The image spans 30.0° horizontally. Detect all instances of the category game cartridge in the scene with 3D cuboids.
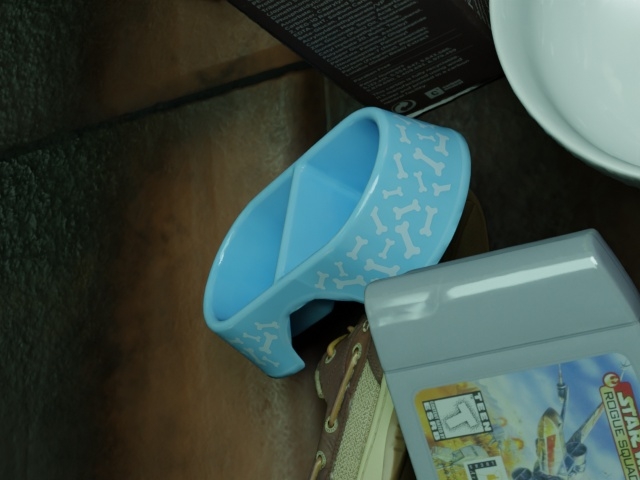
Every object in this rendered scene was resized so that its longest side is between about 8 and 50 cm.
[{"bbox_3d":[0.164,0.149,0.852,0.198,0.062,0.297,-14,100,27],"label":"game cartridge"}]

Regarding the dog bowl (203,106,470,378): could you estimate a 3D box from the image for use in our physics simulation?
[{"bbox_3d":[0.000,0.000,0.985,0.297,0.074,0.166,-38,33,45],"label":"dog bowl"}]

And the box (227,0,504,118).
[{"bbox_3d":[0.008,-0.256,0.941,0.143,0.381,0.191,-23,66,24],"label":"box"}]

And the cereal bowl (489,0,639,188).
[{"bbox_3d":[0.305,-0.183,0.888,0.339,0.141,0.339,-9,72,29],"label":"cereal bowl"}]

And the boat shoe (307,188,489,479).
[{"bbox_3d":[0.046,0.114,0.981,0.123,0.123,0.342,9,86,35],"label":"boat shoe"}]
